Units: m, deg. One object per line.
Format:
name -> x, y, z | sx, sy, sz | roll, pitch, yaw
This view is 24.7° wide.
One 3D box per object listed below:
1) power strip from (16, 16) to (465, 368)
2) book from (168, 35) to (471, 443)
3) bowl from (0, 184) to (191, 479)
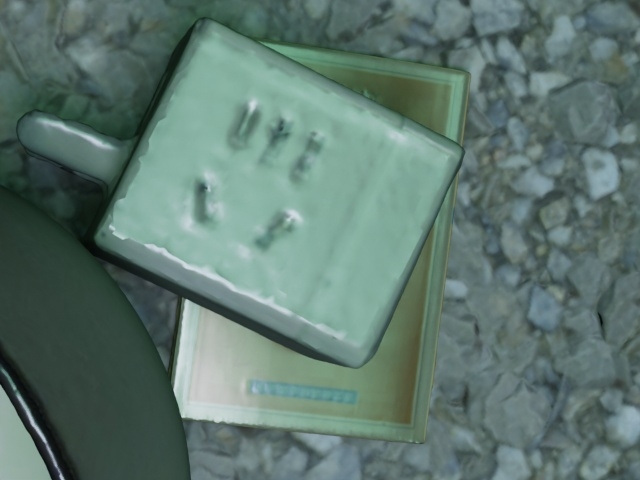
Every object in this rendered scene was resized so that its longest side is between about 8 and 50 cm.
power strip -> -0.057, -0.036, 0.825 | 0.224, 0.139, 0.140 | 27, 84, -10
book -> 0.000, 0.000, 0.917 | 0.170, 0.018, 0.241 | 7, 88, -12
bowl -> -0.202, 0.102, 0.752 | 0.353, 0.354, 0.185 | 61, 35, -6
